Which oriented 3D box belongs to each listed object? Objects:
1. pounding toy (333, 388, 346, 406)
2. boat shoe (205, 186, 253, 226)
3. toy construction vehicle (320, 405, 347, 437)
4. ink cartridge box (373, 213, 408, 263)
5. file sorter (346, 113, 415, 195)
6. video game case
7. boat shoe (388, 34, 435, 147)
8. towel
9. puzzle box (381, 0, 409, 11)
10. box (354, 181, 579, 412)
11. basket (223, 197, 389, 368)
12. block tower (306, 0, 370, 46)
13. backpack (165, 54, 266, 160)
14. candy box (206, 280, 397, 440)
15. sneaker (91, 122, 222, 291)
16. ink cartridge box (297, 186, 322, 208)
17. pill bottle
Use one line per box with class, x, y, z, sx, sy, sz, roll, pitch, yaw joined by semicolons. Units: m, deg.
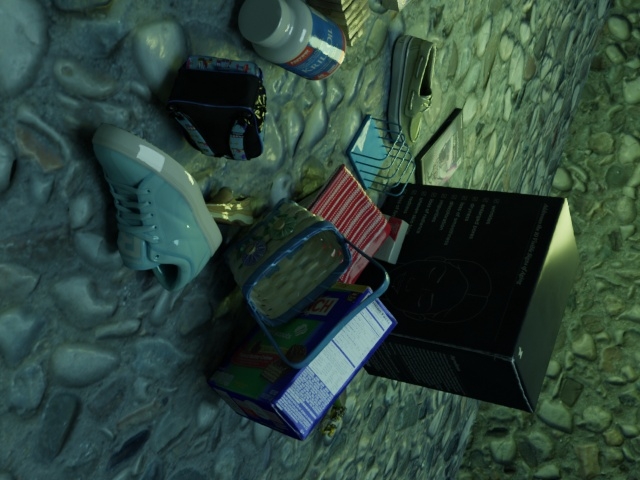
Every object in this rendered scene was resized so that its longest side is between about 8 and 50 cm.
pounding toy;0.002;0.321;2.018;0.237;0.110;0.183;-80;163;-65
boat shoe;-0.185;-0.066;1.473;0.190;0.068;0.072;4;91;-71
toy construction vehicle;0.034;0.508;2.238;0.098;0.035;0.086;-62;162;-12
ink cartridge box;0.127;-0.016;1.955;0.063;0.150;0.109;19;90;-66
file sorter;0.155;-0.205;1.938;0.118;0.104;0.170;-62;150;-19
video game case;0.362;-0.245;2.366;0.274;0.026;0.196;-50;145;-36
boat shoe;0.234;-0.365;1.989;0.109;0.094;0.302;-43;141;-41
towel;0.055;-0.024;1.789;0.199;0.031;0.275;-54;139;-10
puzzle box;0.197;-0.743;1.702;0.272;0.052;0.409;-49;145;-21
box;0.366;0.129;2.045;0.479;0.472;0.297;-63;142;-27
basket;-0.040;0.078;1.537;0.255;0.289;0.201;-43;150;-6
block tower;0.013;-0.537;1.497;0.091;0.097;0.335;-55;150;-27
backpack;-0.162;-0.212;1.325;0.173;0.158;0.116;77;21;-65
candy box;-0.041;0.229;1.627;0.317;0.268;0.122;-48;116;-25
sneaker;-0.269;-0.031;1.257;0.150;0.135;0.366;-62;150;-22
ink cartridge box;0.000;0.000;1.837;0.171;0.056;0.235;-37;138;-46
pill bottle;-0.053;-0.376;1.443;0.221;0.124;0.124;5;102;-61
